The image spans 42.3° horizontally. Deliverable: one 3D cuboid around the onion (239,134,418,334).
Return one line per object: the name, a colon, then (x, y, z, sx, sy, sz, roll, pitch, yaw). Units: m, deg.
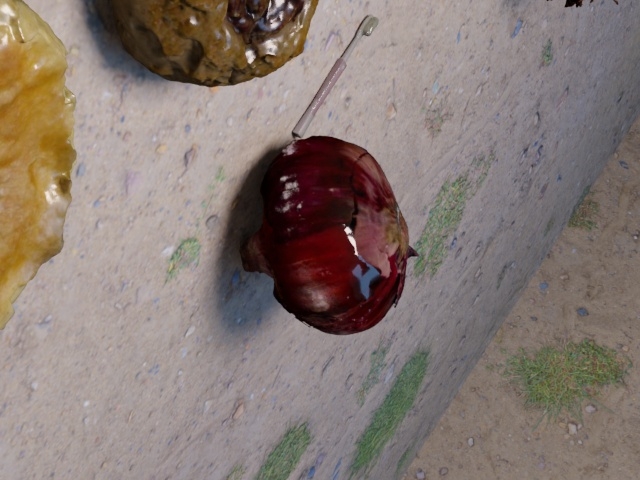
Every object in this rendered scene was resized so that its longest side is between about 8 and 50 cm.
onion: (0.000, 0.000, 1.038, 0.252, 0.219, 0.252, -16, 90, -78)

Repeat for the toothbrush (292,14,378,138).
toothbrush: (0.020, -0.216, 1.077, 0.194, 0.017, 0.014, -56, 149, -9)

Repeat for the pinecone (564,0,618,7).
pinecone: (0.421, -0.475, 1.330, 0.221, 0.221, 0.221, -44, 149, -36)

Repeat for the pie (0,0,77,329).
pie: (-0.295, -0.038, 0.556, 0.339, 0.083, 0.339, -41, 145, -38)

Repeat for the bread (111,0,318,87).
bread: (-0.080, -0.240, 0.736, 0.230, 0.123, 0.230, -48, 151, -37)
